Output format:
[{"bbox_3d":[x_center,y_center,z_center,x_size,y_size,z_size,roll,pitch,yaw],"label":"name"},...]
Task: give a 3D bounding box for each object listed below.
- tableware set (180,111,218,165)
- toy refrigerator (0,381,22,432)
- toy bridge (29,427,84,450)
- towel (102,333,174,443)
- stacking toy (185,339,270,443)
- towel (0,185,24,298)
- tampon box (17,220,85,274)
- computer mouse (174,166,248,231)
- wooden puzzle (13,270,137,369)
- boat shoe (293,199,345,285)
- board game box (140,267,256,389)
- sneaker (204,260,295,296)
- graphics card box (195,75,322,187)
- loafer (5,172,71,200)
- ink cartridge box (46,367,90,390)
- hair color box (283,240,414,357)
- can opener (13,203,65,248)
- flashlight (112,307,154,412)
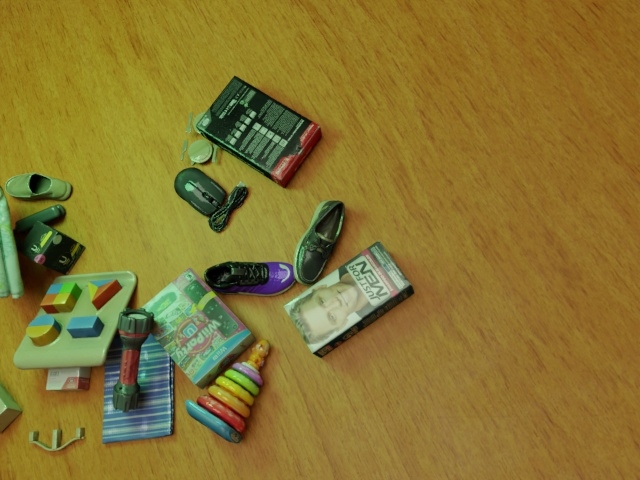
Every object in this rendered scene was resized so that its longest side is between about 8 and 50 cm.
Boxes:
[{"bbox_3d":[-0.412,-0.359,2.056,0.128,0.039,0.194,5,75,7],"label":"tableware set"},{"bbox_3d":[-1.108,0.500,1.907,0.269,0.094,0.102,39,77,21],"label":"toy refrigerator"},{"bbox_3d":[-0.829,0.627,1.830,0.188,0.026,0.063,-7,73,11],"label":"toy bridge"},{"bbox_3d":[-0.574,0.450,1.822,0.243,0.040,0.336,-10,70,11],"label":"towel"},{"bbox_3d":[-0.234,0.422,1.707,0.165,0.175,0.302,24,65,23],"label":"stacking toy"},{"bbox_3d":[-1.052,-0.009,1.911,0.320,0.090,0.375,12,110,56],"label":"towel"},{"bbox_3d":[-0.913,0.027,1.980,0.101,0.161,0.121,27,80,20],"label":"tampon box"},{"bbox_3d":[-0.397,-0.170,1.971,0.272,0.072,0.189,32,82,21],"label":"computer mouse"},{"bbox_3d":[-0.790,0.238,1.866,0.321,0.081,0.348,-5,48,12],"label":"wooden puzzle"},{"bbox_3d":[0.000,0.000,1.791,0.102,0.092,0.285,28,74,-17],"label":"boat shoe"},{"bbox_3d":[-0.381,0.265,1.784,0.224,0.097,0.303,-42,70,-14],"label":"board game box"},{"bbox_3d":[-0.225,0.112,1.793,0.293,0.146,0.102,-6,70,12],"label":"sneaker"},{"bbox_3d":[-0.207,-0.369,1.964,0.370,0.094,0.233,33,82,14],"label":"graphics card box"},{"bbox_3d":[-1.048,-0.204,2.129,0.268,0.092,0.102,2,72,14],"label":"loafer"},{"bbox_3d":[-0.808,0.384,1.885,0.115,0.067,0.198,-4,72,11],"label":"ink cartridge box"},{"bbox_3d":[0.085,0.175,1.719,0.347,0.105,0.174,-35,67,1],"label":"hair color box"},{"bbox_3d":[-1.049,-0.036,2.097,0.283,0.076,0.095,-22,100,5],"label":"can opener"},{"bbox_3d":[-0.559,0.355,1.717,0.103,0.103,0.304,15,101,25],"label":"flashlight"}]
